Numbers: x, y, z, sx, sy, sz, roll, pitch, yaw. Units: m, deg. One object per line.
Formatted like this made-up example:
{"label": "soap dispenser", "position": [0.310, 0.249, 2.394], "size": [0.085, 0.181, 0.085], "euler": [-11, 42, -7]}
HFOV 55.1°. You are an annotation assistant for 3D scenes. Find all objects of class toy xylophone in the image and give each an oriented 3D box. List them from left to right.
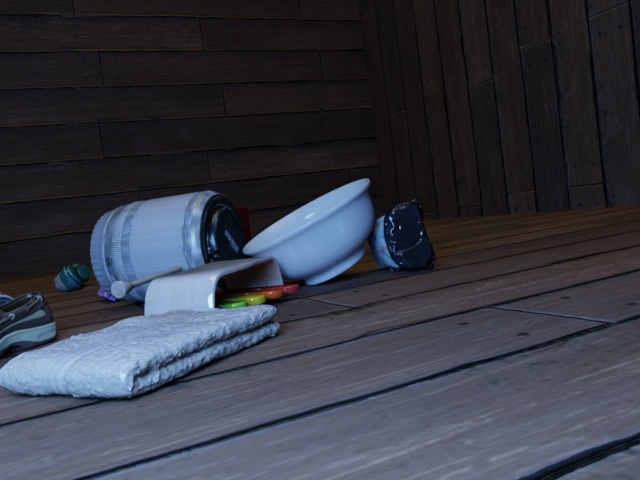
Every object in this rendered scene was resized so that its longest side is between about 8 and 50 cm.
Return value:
{"label": "toy xylophone", "position": [-0.193, 0.084, 1.041], "size": [0.236, 0.081, 0.323], "euler": [-5, 4, 26]}

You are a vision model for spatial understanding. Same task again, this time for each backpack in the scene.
{"label": "backpack", "position": [0.166, -0.003, 1.315], "size": [0.115, 0.152, 0.182], "euler": [-9, -4, -5]}

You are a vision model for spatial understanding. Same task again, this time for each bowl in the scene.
{"label": "bowl", "position": [0.000, 0.000, 1.266], "size": [0.298, 0.134, 0.298], "euler": [-29, 9, 5]}

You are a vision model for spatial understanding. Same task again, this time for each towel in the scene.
{"label": "towel", "position": [-0.191, 0.119, 0.716], "size": [0.187, 0.049, 0.282], "euler": [-7, 3, 28]}

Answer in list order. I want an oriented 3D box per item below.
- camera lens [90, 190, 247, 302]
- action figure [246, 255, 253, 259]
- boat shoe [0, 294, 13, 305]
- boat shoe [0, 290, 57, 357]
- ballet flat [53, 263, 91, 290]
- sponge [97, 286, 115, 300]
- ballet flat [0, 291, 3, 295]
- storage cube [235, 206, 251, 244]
{"label": "camera lens", "position": [-0.309, 0.017, 1.295], "size": [0.274, 0.219, 0.219], "euler": [-7, 3, 18]}
{"label": "action figure", "position": [-0.166, 0.044, 1.688], "size": [0.285, 0.099, 0.185], "euler": [-5, -5, -21]}
{"label": "boat shoe", "position": [-0.658, 0.151, 1.181], "size": [0.083, 0.065, 0.183], "euler": [-4, 11, 34]}
{"label": "boat shoe", "position": [-0.494, 0.126, 0.883], "size": [0.095, 0.095, 0.257], "euler": [-7, 3, 14]}
{"label": "ballet flat", "position": [-0.797, 0.125, 1.956], "size": [0.087, 0.083, 0.247], "euler": [-32, 7, -7]}
{"label": "sponge", "position": [-0.463, 0.047, 1.481], "size": [0.031, 0.210, 0.117], "euler": [33, -15, -22]}
{"label": "ballet flat", "position": [-0.915, 0.162, 1.676], "size": [0.067, 0.073, 0.206], "euler": [25, -16, -37]}
{"label": "storage cube", "position": [-0.345, -0.008, 2.096], "size": [0.184, 0.193, 0.215], "euler": [-7, 4, 6]}
